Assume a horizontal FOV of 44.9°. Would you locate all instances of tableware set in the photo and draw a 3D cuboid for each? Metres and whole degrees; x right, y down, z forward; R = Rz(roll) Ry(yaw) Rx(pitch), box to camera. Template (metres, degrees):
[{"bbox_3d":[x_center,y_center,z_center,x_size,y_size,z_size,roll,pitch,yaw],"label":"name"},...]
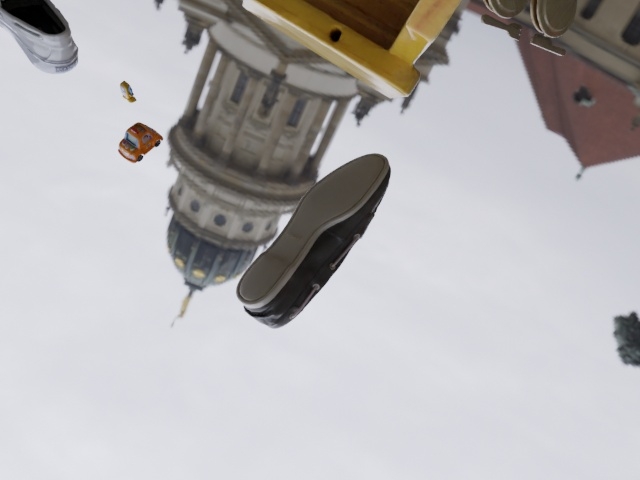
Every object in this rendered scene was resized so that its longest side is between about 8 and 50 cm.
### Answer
[{"bbox_3d":[0.274,-0.328,1.034,0.194,0.128,0.039,6,-171,-40],"label":"tableware set"}]

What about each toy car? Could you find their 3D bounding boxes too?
[{"bbox_3d":[-0.255,-0.160,1.019,0.060,0.040,0.122,-28,-116,-16],"label":"toy car"}]

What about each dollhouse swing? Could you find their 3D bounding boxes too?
[{"bbox_3d":[0.074,-0.360,0.765,0.315,0.346,0.305,34,-174,12],"label":"dollhouse swing"}]

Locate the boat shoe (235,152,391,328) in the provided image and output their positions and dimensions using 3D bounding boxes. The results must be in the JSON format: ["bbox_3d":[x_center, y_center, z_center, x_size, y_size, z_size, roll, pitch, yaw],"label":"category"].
[{"bbox_3d":[0.000,0.000,1.254,0.112,0.335,0.095,31,164,43],"label":"boat shoe"}]

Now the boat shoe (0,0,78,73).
[{"bbox_3d":[-0.450,-0.358,1.154,0.258,0.084,0.095,40,-124,13],"label":"boat shoe"}]
